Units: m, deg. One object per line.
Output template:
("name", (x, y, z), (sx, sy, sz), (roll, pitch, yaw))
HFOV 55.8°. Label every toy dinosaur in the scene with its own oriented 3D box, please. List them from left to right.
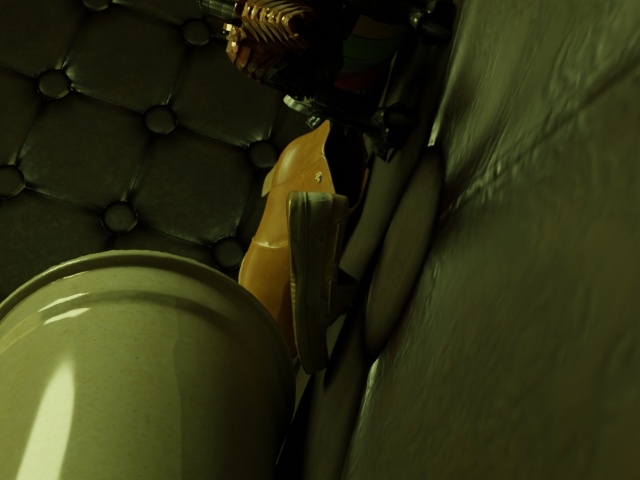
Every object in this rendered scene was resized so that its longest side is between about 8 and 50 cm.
("toy dinosaur", (-0.013, -0.172, 0.542), (0.322, 0.218, 0.164), (-79, 9, -53))

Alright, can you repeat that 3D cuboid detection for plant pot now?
("plant pot", (-0.164, 0.215, 0.494), (0.305, 0.334, 0.333), (-120, 47, -68))

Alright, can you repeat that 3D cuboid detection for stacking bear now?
("stacking bear", (0.055, -0.301, 0.693), (0.164, 0.175, 0.289), (-66, 10, -20))

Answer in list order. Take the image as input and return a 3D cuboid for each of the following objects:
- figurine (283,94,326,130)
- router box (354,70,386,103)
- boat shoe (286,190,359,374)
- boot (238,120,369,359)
("figurine", (0.028, -0.348, 1.278), (0.209, 0.092, 0.215), (-62, 37, 19))
("router box", (0.035, -0.244, 0.895), (0.038, 0.122, 0.092), (41, 117, 47))
("boat shoe", (0.004, 0.040, 0.514), (0.063, 0.059, 0.170), (-98, 5, -65))
("boot", (-0.018, -0.002, 0.752), (0.211, 0.104, 0.295), (-28, 57, 60))
